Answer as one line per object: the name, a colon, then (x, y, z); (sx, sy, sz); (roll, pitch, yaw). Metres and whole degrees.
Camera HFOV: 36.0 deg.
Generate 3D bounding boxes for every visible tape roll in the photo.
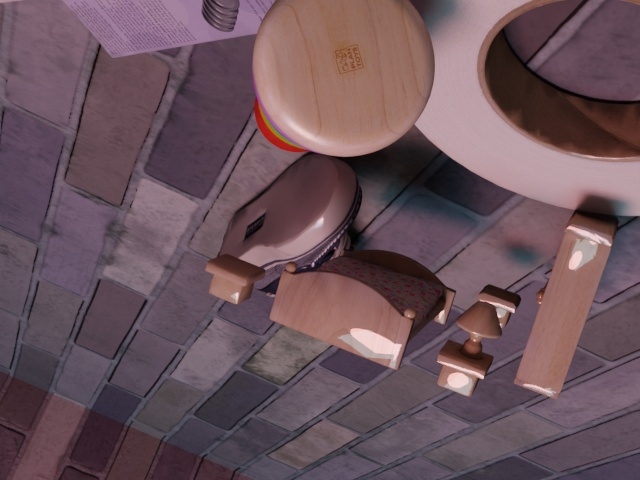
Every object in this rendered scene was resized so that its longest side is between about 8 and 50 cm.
tape roll: (0.242, -0.157, 0.830); (0.392, 0.072, 0.392); (16, 151, 9)

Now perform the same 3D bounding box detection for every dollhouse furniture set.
dollhouse furniture set: (0.113, 0.006, 1.041); (0.355, 0.174, 0.303); (20, -165, 15)

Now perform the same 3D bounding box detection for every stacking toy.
stacking toy: (-0.006, -0.139, 0.895); (0.141, 0.141, 0.330); (26, 178, -10)

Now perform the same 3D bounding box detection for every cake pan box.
cake pan box: (-0.167, -0.285, 0.876); (0.245, 0.070, 0.267); (-4, 143, 34)

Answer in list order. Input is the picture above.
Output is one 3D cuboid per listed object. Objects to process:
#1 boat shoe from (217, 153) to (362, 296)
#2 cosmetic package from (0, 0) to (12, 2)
boat shoe: (0.000, 0.000, 1.225); (0.158, 0.127, 0.340); (23, 160, -21)
cosmetic package: (-0.225, -0.303, 0.748); (0.099, 0.060, 0.239); (50, 127, 12)
